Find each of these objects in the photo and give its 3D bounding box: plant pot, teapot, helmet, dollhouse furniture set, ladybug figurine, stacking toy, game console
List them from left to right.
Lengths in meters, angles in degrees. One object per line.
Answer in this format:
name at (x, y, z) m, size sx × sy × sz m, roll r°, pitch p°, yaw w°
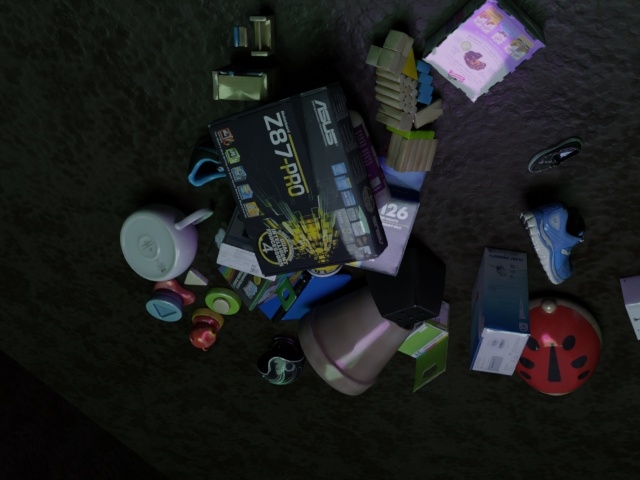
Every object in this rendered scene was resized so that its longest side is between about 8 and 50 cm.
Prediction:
teapot at (-0.465, -0.009, 1.952) m, size 0.256 × 0.187 × 0.252 m, roll 17°, pitch 114°, yaw 21°
stacking toy at (-0.448, 0.251, 2.266) m, size 0.309 × 0.130 × 0.279 m, roll 36°, pitch 134°, yaw -24°
dollhouse furniture set at (-0.167, -0.425, 1.470) m, size 0.129 × 0.129 × 0.183 m, roll 5°, pitch 114°, yaw 10°
helmet at (-0.147, 0.461, 2.397) m, size 0.169 × 0.169 × 0.161 m, roll 20°, pitch 122°, yaw -8°
game console at (-0.083, 0.139, 2.123) m, size 0.250 × 0.173 × 0.293 m, roll 46°, pitch 137°, yaw 10°
plant pot at (0.138, 0.288, 2.054) m, size 0.323 × 0.323 × 0.280 m, roll 38°, pitch 115°, yaw -25°
plant pot at (0.259, 0.150, 1.899) m, size 0.187 × 0.167 × 0.188 m, roll -23°, pitch 146°, yaw 34°
ladybug figurine at (0.738, 0.351, 2.038) m, size 0.305 × 0.161 × 0.449 m, roll -7°, pitch 135°, yaw 22°

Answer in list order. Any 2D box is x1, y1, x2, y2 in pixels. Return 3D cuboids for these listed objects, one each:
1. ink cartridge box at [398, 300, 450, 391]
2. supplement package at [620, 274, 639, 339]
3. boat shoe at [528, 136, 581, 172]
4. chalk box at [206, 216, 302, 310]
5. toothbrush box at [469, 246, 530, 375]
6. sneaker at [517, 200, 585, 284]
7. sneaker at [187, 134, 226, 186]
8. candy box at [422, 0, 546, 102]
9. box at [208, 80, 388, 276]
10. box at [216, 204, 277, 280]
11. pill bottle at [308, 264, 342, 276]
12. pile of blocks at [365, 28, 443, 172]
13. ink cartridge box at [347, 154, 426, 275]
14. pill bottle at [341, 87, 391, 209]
ink cartridge box at (0.321, 0.325, 2.048) m, size 0.097 × 0.255 × 0.189 m, roll 26°, pitch 137°, yaw -14°
supplement package at (0.947, 0.190, 1.847) m, size 0.105 × 0.105 × 0.179 m, roll -15°, pitch 131°, yaw 29°
boat shoe at (0.570, -0.202, 1.560) m, size 0.049 × 0.040 × 0.142 m, roll 35°, pitch 134°, yaw -23°
chalk box at (-0.159, 0.068, 1.852) m, size 0.289 × 0.179 × 0.180 m, roll 50°, pitch 139°, yaw 13°
toothbrush box at (0.511, 0.200, 1.832) m, size 0.126 × 0.295 × 0.216 m, roll 9°, pitch 139°, yaw 7°
sneaker at (0.641, 0.006, 1.699) m, size 0.147 × 0.129 × 0.330 m, roll -26°, pitch 143°, yaw 15°
sneaker at (-0.202, -0.229, 1.661) m, size 0.341 × 0.139 × 0.125 m, roll -19°, pitch 128°, yaw 30°
candy box at (0.344, -0.417, 1.360) m, size 0.165 × 0.070 × 0.196 m, roll 33°, pitch 134°, yaw -21°
box at (-0.050, -0.128, 1.467) m, size 0.318 × 0.097 × 0.394 m, roll -10°, pitch 105°, yaw 27°
box at (-0.160, -0.045, 1.742) m, size 0.169 × 0.290 × 0.087 m, roll 19°, pitch 137°, yaw -3°
pill bottle at (0.000, 0.000, 1.877) m, size 0.119 × 0.119 × 0.208 m, roll 3°, pitch 138°, yaw 12°
pile of blocks at (0.191, -0.327, 1.496) m, size 0.113 × 0.149 × 0.362 m, roll 36°, pitch 148°, yaw 45°
ink cartridge box at (0.100, -0.080, 1.708) m, size 0.304 × 0.072 × 0.307 m, roll 13°, pitch 115°, yaw -1°
pill bottle at (0.047, -0.210, 1.545) m, size 0.169 × 0.169 × 0.301 m, roll -14°, pitch 108°, yaw 28°
